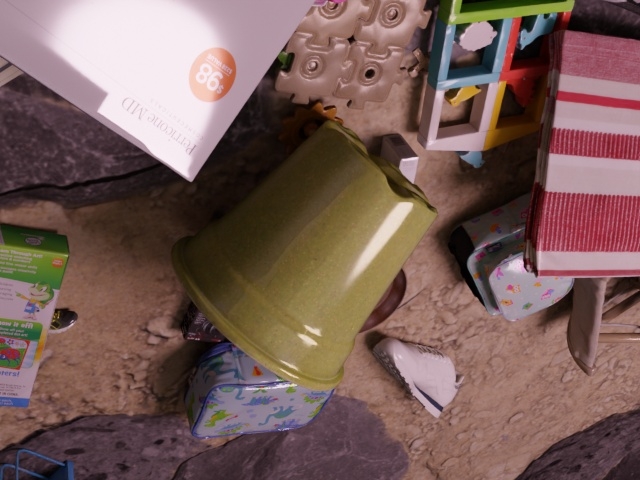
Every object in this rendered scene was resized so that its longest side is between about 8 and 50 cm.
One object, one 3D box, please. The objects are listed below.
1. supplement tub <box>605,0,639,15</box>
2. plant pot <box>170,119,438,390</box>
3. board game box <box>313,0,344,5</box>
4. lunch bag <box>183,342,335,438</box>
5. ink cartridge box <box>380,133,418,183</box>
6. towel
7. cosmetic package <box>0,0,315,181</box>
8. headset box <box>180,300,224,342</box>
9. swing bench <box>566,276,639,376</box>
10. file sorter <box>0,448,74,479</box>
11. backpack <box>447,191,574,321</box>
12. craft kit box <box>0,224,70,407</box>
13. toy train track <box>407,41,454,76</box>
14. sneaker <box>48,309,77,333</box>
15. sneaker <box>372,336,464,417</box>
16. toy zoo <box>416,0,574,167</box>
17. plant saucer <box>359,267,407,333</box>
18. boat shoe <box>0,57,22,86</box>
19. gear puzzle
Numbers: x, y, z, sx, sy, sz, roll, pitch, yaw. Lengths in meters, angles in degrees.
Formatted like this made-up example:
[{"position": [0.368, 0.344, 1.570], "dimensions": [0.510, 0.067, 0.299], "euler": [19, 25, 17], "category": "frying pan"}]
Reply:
[{"position": [0.341, -0.366, 0.871], "dimensions": [0.316, 0.193, 0.193], "euler": [8, 123, -32], "category": "supplement tub"}, {"position": [0.000, 0.000, 0.985], "dimensions": [0.276, 0.276, 0.254], "euler": [32, 105, -39], "category": "plant pot"}, {"position": [-0.101, -0.387, 0.637], "dimensions": [0.390, 0.050, 0.389], "euler": [-13, 122, -39], "category": "board game box"}, {"position": [-0.099, 0.237, 1.237], "dimensions": [0.219, 0.090, 0.176], "euler": [1, 138, -25], "category": "lunch bag"}, {"position": [0.104, -0.083, 1.094], "dimensions": [0.029, 0.063, 0.115], "euler": [-9, 130, -17], "category": "ink cartridge box"}, {"position": [0.393, -0.112, 1.082], "dimensions": [0.237, 0.037, 0.328], "euler": [1, 100, -25], "category": "towel"}, {"position": [-0.157, -0.252, 0.559], "dimensions": [0.284, 0.097, 0.377], "euler": [-55, 139, 0], "category": "cosmetic package"}, {"position": [-0.161, 0.108, 1.155], "dimensions": [0.062, 0.032, 0.083], "euler": [10, 124, -30], "category": "headset box"}, {"position": [0.540, 0.066, 1.346], "dimensions": [0.255, 0.165, 0.253], "euler": [-14, 132, -6], "category": "swing bench"}, {"position": [-0.477, 0.424, 1.218], "dimensions": [0.170, 0.118, 0.104], "euler": [-42, 129, 12], "category": "file sorter"}, {"position": [0.318, 0.021, 1.221], "dimensions": [0.188, 0.144, 0.165], "euler": [-32, 128, 0], "category": "backpack"}, {"position": [-0.464, 0.089, 0.967], "dimensions": [0.250, 0.061, 0.246], "euler": [11, 118, -27], "category": "craft kit box"}, {"position": [0.151, -0.240, 1.019], "dimensions": [0.083, 0.014, 0.048], "euler": [-39, 132, 9], "category": "toy train track"}, {"position": [-0.371, 0.106, 1.061], "dimensions": [0.083, 0.031, 0.035], "euler": [-10, 130, -16], "category": "sneaker"}, {"position": [0.173, 0.218, 1.369], "dimensions": [0.095, 0.090, 0.235], "euler": [-44, 136, -2], "category": "sneaker"}, {"position": [0.230, -0.227, 1.043], "dimensions": [0.192, 0.030, 0.293], "euler": [-13, 131, -20], "category": "toy zoo"}, {"position": [0.054, 0.081, 1.229], "dimensions": [0.169, 0.029, 0.168], "euler": [-11, 130, -14], "category": "plant saucer"}, {"position": [-0.362, -0.204, 0.716], "dimensions": [0.500, 0.187, 0.156], "euler": [-33, 132, -5], "category": "boat shoe"}, {"position": [0.032, -0.244, 0.951], "dimensions": [0.176, 0.044, 0.338], "euler": [1, 129, -26], "category": "gear puzzle"}]
